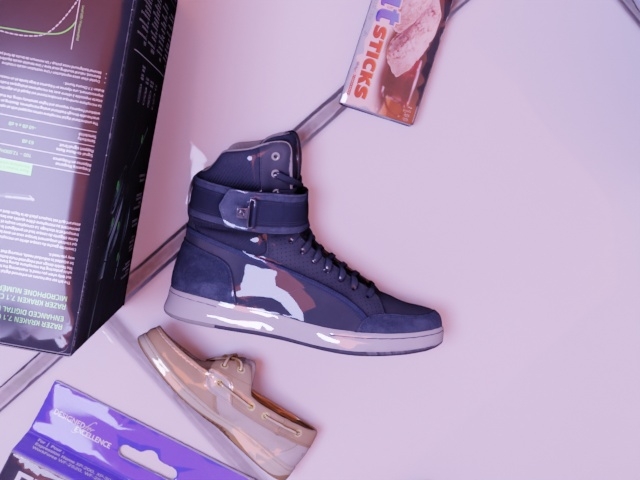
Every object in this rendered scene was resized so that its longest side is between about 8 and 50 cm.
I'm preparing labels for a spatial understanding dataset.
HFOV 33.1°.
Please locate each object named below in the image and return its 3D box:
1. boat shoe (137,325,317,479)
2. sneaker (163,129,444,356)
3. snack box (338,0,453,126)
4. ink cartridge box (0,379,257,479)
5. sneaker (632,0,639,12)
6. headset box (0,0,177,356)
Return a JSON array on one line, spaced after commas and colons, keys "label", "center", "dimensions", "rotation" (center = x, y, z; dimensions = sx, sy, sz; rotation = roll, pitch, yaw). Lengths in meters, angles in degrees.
[{"label": "boat shoe", "center": [-0.073, 0.121, 0.878], "dimensions": [0.170, 0.063, 0.059], "rotation": [44, 88, -14]}, {"label": "sneaker", "center": [-0.001, 0.000, 0.857], "dimensions": [0.226, 0.086, 0.163], "rotation": [11, 96, -2]}, {"label": "snack box", "center": [0.072, -0.187, 0.880], "dimensions": [0.064, 0.022, 0.178], "rotation": [17, 93, -2]}, {"label": "ink cartridge box", "center": [-0.178, 0.253, 0.888], "dimensions": [0.206, 0.045, 0.208], "rotation": [27, 91, -3]}, {"label": "sneaker", "center": [0.255, -0.302, 0.814], "dimensions": [0.099, 0.153, 0.282], "rotation": [-25, 94, -1]}, {"label": "headset box", "center": [-0.196, -0.064, 0.767], "dimensions": [0.131, 0.246, 0.283], "rotation": [10, 94, -4]}]
